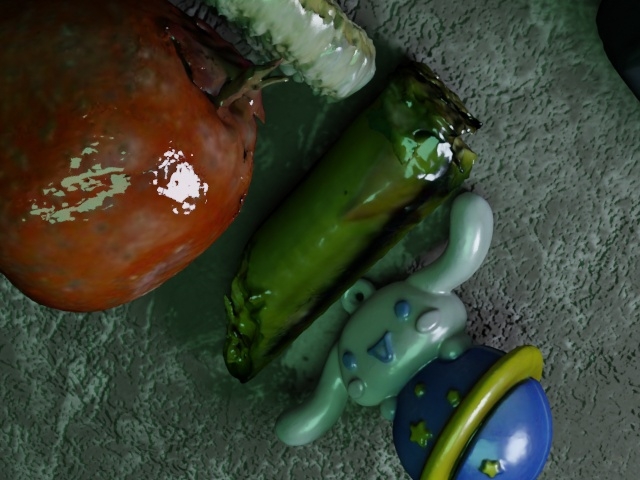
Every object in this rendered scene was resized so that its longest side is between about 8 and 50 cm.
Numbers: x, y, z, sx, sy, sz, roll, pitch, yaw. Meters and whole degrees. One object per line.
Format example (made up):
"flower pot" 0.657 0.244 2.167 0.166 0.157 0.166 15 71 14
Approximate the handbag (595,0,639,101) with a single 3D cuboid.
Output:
"handbag" 0.421 -0.147 1.196 0.275 0.178 0.302 -36 116 20

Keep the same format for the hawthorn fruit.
"hawthorn fruit" -0.160 -0.088 1.169 0.307 0.276 0.276 -13 122 20

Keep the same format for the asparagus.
"asparagus" 0.000 0.000 1.325 0.382 0.128 0.108 -46 76 25

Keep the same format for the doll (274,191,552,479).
"doll" 0.133 0.115 1.386 0.159 0.242 0.311 7 112 -50

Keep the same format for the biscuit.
"biscuit" -0.049 -0.205 1.171 0.281 0.179 0.084 38 92 -29
